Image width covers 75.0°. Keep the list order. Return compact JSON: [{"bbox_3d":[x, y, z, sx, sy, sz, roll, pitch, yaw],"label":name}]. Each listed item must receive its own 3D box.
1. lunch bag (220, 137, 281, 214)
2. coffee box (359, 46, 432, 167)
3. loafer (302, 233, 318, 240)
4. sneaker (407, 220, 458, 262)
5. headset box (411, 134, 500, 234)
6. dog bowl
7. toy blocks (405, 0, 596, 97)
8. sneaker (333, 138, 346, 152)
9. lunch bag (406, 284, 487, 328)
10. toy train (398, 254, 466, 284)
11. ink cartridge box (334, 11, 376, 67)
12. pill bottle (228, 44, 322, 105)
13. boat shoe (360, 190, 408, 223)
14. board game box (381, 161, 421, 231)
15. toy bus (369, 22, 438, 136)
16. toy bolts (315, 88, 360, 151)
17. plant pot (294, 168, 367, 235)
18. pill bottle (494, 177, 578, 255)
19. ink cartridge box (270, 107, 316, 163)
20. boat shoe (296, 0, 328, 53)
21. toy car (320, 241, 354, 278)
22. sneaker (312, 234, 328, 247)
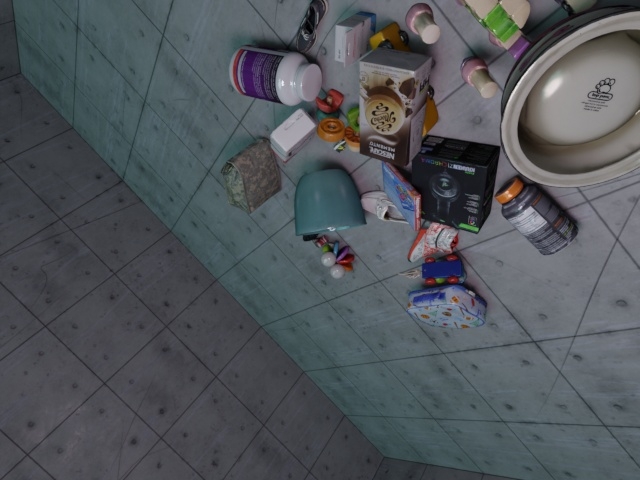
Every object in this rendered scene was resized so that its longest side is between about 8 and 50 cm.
[{"bbox_3d":[-0.320,-0.307,1.905,0.169,0.235,0.287,27,142,26],"label":"lunch bag"},{"bbox_3d":[0.212,-0.386,1.226,0.168,0.119,0.297,23,141,26],"label":"coffee box"},{"bbox_3d":[-0.040,-0.073,2.025,0.223,0.076,0.078,119,139,-53],"label":"loafer"},{"bbox_3d":[0.444,0.026,1.637,0.145,0.090,0.270,33,141,18],"label":"sneaker"},{"bbox_3d":[0.440,-0.180,1.393,0.246,0.131,0.283,20,139,30],"label":"headset box"},{"bbox_3d":[0.607,-0.325,0.946,0.407,0.150,0.408,3,135,3],"label":"dog bowl"},{"bbox_3d":[0.397,-0.570,0.999,0.288,0.260,0.309,28,126,-28],"label":"toy blocks"},{"bbox_3d":[0.086,-0.372,1.630,0.035,0.031,0.083,38,151,-17],"label":"sneaker"},{"bbox_3d":[0.521,0.274,1.738,0.243,0.115,0.303,32,150,-24],"label":"lunch bag"},{"bbox_3d":[0.453,0.134,1.673,0.248,0.105,0.143,-8,158,31],"label":"toy train"},{"bbox_3d":[0.095,-0.603,1.249,0.060,0.180,0.104,26,141,23],"label":"ink cartridge box"},{"bbox_3d":[-0.162,-0.593,1.506,0.323,0.181,0.181,22,140,27],"label":"pill bottle"},{"bbox_3d":[0.264,-0.124,1.649,0.277,0.096,0.098,15,138,35],"label":"boat shoe"},{"bbox_3d":[0.287,-0.170,1.494,0.281,0.027,0.145,-114,9,-50],"label":"board game box"},{"bbox_3d":[0.247,-0.481,1.292,0.130,0.108,0.333,-10,120,50],"label":"toy bus"},{"bbox_3d":[0.050,-0.402,1.505,0.228,0.218,0.158,49,155,23],"label":"toy bolts"},{"bbox_3d":[0.026,-0.157,1.694,0.293,0.293,0.235,-11,87,49],"label":"plant pot"},{"bbox_3d":[0.656,-0.080,1.288,0.245,0.130,0.130,44,145,-1],"label":"pill bottle"},{"bbox_3d":[-0.108,-0.397,1.603,0.092,0.158,0.218,47,175,-2],"label":"ink cartridge box"},{"bbox_3d":[-0.044,-0.704,1.380,0.075,0.065,0.206,43,145,0],"label":"boat shoe"},{"bbox_3d":[0.089,0.084,2.014,0.136,0.159,0.182,-32,105,18],"label":"toy car"},{"bbox_3d":[0.000,0.000,2.088,0.042,0.067,0.118,56,173,-20],"label":"sneaker"}]
